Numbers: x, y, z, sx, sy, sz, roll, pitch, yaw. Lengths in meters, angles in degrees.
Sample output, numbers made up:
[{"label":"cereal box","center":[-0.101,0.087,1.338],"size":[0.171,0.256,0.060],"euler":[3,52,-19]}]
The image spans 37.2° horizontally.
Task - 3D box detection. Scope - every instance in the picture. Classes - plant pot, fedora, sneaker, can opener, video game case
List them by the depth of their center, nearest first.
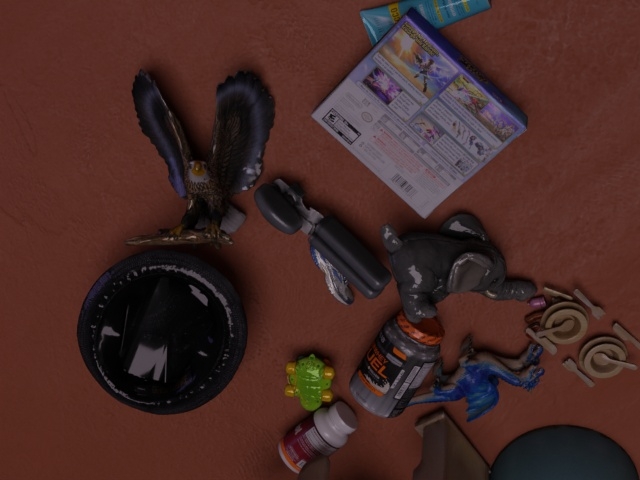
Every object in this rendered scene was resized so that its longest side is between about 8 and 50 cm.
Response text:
[{"label":"video game case","center":[0.163,-0.207,1.583],"size":[0.269,0.061,0.244],"euler":[42,122,-9]},{"label":"can opener","center":[0.000,0.000,1.669],"size":[0.280,0.093,0.074],"euler":[41,148,6]},{"label":"sneaker","center":[0.034,0.057,1.733],"size":[0.058,0.052,0.135],"euler":[-26,106,13]},{"label":"fedora","center":[-0.280,0.152,1.762],"size":[0.334,0.152,0.333],"euler":[2,109,6]},{"label":"plant pot","center":[0.462,0.520,1.772],"size":[0.290,0.195,0.290],"euler":[3,112,7]}]

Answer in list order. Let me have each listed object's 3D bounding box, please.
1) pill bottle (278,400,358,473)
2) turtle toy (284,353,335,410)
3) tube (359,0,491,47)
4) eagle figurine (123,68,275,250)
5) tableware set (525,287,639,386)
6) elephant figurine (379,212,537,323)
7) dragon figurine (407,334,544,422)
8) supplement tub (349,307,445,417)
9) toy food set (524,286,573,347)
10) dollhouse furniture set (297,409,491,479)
[{"label":"pill bottle","center":[-0.003,0.381,1.847],"size":[0.152,0.086,0.086],"euler":[-41,101,20]},{"label":"turtle toy","center":[-0.018,0.272,1.816],"size":[0.095,0.066,0.130],"euler":[7,113,8]},{"label":"tube","center":[0.172,-0.370,1.547],"size":[0.207,0.052,0.080],"euler":[-16,101,20]},{"label":"eagle figurine","center":[-0.206,-0.137,1.645],"size":[0.226,0.225,0.298],"euler":[5,81,-35]},{"label":"tableware set","center":[0.475,0.186,1.705],"size":[0.194,0.039,0.128],"euler":[39,112,-17]},{"label":"elephant figurine","center":[0.245,0.039,1.654],"size":[0.240,0.186,0.169],"euler":[-17,75,4]},{"label":"dragon figurine","center":[0.281,0.275,1.761],"size":[0.144,0.085,0.289],"euler":[43,110,-9]},{"label":"supplement tub","center":[0.143,0.222,1.745],"size":[0.117,0.117,0.190],"euler":[27,112,-3]},{"label":"toy food set","center":[0.407,0.137,1.725],"size":[0.078,0.019,0.122],"euler":[20,121,1]},{"label":"dollhouse furniture set","center":[0.110,0.533,1.800],"size":[0.394,0.256,0.362],"euler":[-31,109,23]}]
